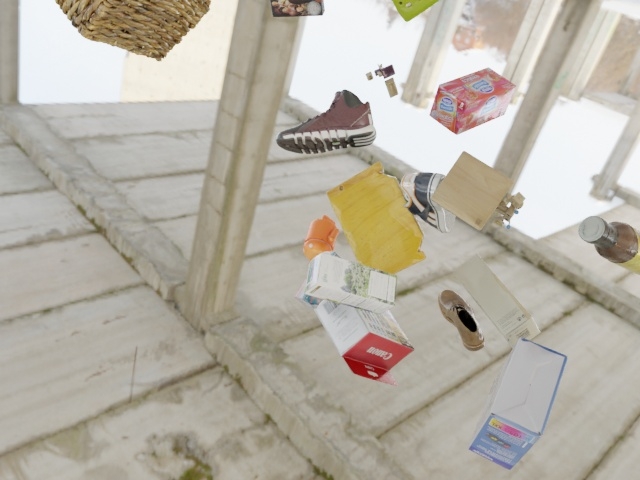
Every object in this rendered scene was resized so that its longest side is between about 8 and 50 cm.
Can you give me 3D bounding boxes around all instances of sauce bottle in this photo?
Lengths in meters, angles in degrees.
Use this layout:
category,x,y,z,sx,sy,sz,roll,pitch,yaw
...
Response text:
category,x,y,z,sx,sy,sz,roll,pitch,yaw
sauce bottle,0.811,0.013,1.565,0.344,0.111,0.111,17,-157,-37

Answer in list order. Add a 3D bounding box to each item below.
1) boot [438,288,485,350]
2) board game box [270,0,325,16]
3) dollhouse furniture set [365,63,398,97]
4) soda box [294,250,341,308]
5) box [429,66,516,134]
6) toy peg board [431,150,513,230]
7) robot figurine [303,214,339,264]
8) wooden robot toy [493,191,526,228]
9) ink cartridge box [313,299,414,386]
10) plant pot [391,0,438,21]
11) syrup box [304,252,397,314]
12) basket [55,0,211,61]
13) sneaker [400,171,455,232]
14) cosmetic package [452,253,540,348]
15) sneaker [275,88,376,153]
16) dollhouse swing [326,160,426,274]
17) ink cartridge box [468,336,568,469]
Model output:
category,x,y,z,sx,sy,sz,roll,pitch,yaw
boot,0.527,0.268,2.199,0.112,0.115,0.305,-23,-143,-1
board game box,-0.081,-0.803,1.765,0.165,0.243,0.042,3,-137,12
dollhouse furniture set,0.203,-0.525,1.932,0.091,0.114,0.081,-24,-146,5
soda box,0.000,0.121,1.829,0.058,0.183,0.063,43,159,-27
box,0.495,-0.456,1.900,0.257,0.122,0.128,-25,-124,-31
toy peg board,0.419,-0.134,1.623,0.161,0.160,0.079,35,-176,12
robot figurine,0.001,-0.001,2.418,0.158,0.128,0.219,5,-127,16
wooden robot toy,0.532,-0.103,1.629,0.076,0.173,0.079,41,-106,18
ink cartridge box,0.164,0.319,1.925,0.309,0.130,0.272,28,-157,-50
plant pot,0.254,-0.805,1.651,0.207,0.228,0.227,17,-131,-52
syrup box,0.083,0.120,1.594,0.237,0.096,0.093,17,-117,-16
basket,-0.371,-0.510,1.111,0.223,0.213,0.299,51,-164,3
sneaker,0.334,-0.123,1.786,0.127,0.126,0.321,13,163,26
cosmetic package,0.604,0.210,2.020,0.160,0.113,0.309,44,-169,-50
sneaker,0.014,-0.340,1.646,0.281,0.162,0.106,-3,164,5
dollhouse swing,0.223,-0.056,2.042,0.305,0.315,0.347,-12,-105,-61
ink cartridge box,0.576,0.504,1.755,0.151,0.395,0.270,25,-121,16
